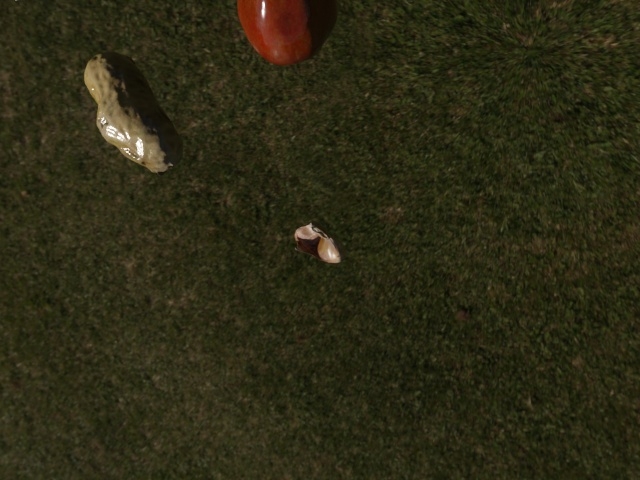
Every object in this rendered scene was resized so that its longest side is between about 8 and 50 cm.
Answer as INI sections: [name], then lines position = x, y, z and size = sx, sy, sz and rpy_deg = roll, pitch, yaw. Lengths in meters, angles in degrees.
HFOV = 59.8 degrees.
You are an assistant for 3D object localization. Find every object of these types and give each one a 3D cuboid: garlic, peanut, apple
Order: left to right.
[peanut]
position = -0.263, -0.183, 0.775
size = 0.099, 0.099, 0.214
rpy_deg = -37, 68, 27
[apple]
position = -0.071, -0.495, 1.159
size = 0.233, 0.234, 0.234
rpy_deg = 7, 110, 19
[garlic]
position = -0.001, 0.006, 1.669
size = 0.174, 0.124, 0.099
rpy_deg = 42, 107, 17
